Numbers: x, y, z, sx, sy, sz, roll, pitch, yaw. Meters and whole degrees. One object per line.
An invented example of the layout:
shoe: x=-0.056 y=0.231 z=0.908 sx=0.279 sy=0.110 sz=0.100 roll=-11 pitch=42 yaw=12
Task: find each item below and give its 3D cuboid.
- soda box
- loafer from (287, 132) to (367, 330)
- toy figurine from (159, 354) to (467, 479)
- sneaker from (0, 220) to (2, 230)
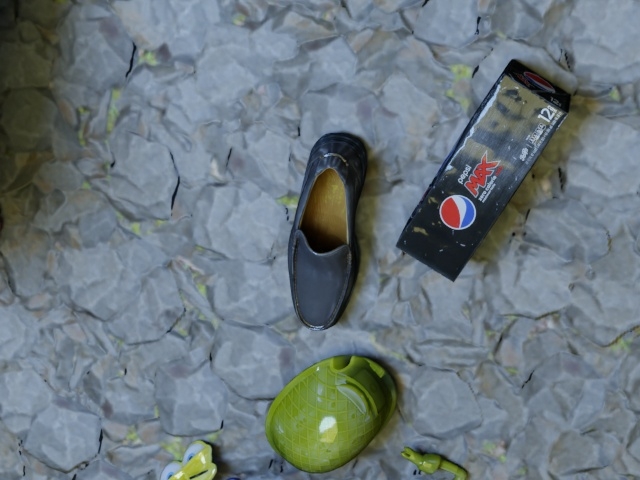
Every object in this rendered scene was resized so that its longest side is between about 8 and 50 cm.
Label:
soda box: x=0.127 y=-0.054 z=1.249 sx=0.060 sy=0.053 sz=0.169 roll=32 pitch=113 yaw=1
loafer: x=0.000 y=0.000 z=1.295 sx=0.062 sy=0.061 sz=0.170 roll=7 pitch=112 yaw=9
toy figurine: x=-0.066 y=0.280 z=1.331 sx=0.362 sy=0.217 sz=0.191 roll=-39 pitch=98 yaw=23
sneaker: x=-0.360 y=-0.071 z=1.336 sx=0.088 sy=0.093 sz=0.225 roll=-37 pitch=97 yaw=23
